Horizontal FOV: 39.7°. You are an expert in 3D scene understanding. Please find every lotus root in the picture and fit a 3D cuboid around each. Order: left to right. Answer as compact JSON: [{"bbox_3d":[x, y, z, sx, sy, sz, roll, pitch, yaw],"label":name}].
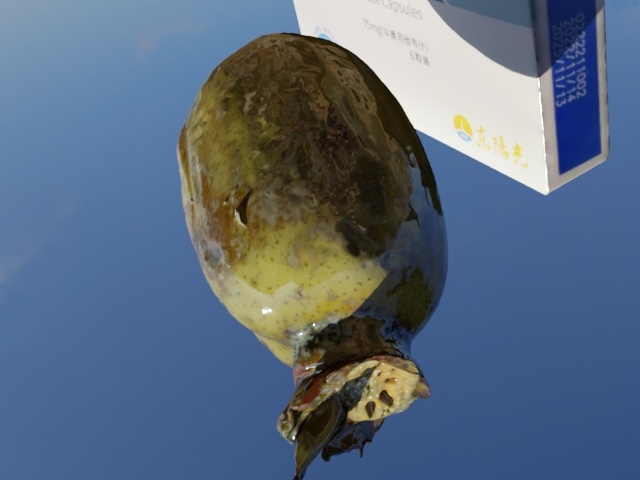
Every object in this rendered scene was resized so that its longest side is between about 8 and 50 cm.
[{"bbox_3d":[0.002,0.000,0.503,0.154,0.154,0.278,-16,-125,3],"label":"lotus root"}]

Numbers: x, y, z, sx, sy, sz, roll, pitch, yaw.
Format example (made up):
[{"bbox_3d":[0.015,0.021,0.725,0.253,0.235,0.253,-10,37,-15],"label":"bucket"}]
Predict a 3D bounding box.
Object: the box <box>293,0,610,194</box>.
[{"bbox_3d":[0.079,-0.190,0.709,0.065,0.200,0.343,-28,-144,-19],"label":"box"}]
